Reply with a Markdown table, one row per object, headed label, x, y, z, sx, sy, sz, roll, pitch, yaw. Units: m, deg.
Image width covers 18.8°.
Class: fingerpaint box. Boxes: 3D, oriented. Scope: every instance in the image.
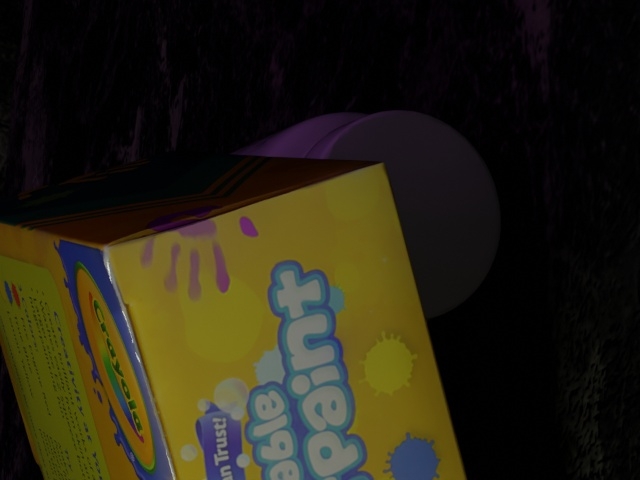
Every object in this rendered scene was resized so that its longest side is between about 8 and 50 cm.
| label | x | y | z | sx | sy | sz | roll | pitch | yaw |
| --- | --- | --- | --- | --- | --- | --- | --- | --- | --- |
| fingerpaint box | -0.041 | 0.178 | 1.134 | 0.371 | 0.163 | 0.445 | 8 | 115 | 69 |

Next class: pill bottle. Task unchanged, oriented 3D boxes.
| label | x | y | z | sx | sy | sz | roll | pitch | yaw |
| --- | --- | --- | --- | --- | --- | --- | --- | --- | --- |
| pill bottle | 0.000 | 0.000 | 1.331 | 0.283 | 0.160 | 0.160 | 164 | 114 | -67 |
